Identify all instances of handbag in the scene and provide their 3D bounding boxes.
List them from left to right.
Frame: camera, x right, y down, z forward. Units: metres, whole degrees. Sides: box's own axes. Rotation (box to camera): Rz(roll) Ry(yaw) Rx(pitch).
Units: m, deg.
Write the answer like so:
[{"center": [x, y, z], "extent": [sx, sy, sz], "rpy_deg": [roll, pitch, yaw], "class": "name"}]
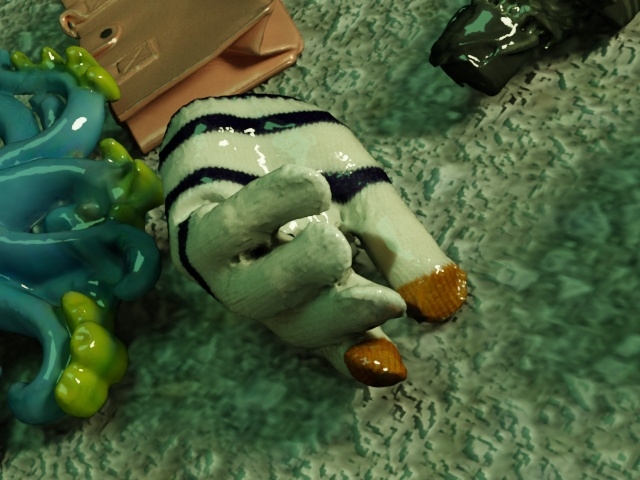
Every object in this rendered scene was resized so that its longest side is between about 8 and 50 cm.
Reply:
[{"center": [-0.114, -0.169, 1.282], "extent": [0.157, 0.059, 0.212], "rpy_deg": [-32, 40, 2], "class": "handbag"}]

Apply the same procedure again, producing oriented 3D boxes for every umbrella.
[{"center": [0.210, -0.220, 1.074], "extent": [0.336, 0.128, 0.154], "rpy_deg": [-55, 28, -14], "class": "umbrella"}]

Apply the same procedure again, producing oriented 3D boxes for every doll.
[{"center": [-0.249, 0.004, 1.142], "extent": [0.341, 0.099, 0.346], "rpy_deg": [2, 63, 33], "class": "doll"}]

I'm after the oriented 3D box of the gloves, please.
[{"center": [-0.013, 0.008, 0.987], "extent": [0.131, 0.140, 0.218], "rpy_deg": [-39, 50, 24], "class": "gloves"}]
